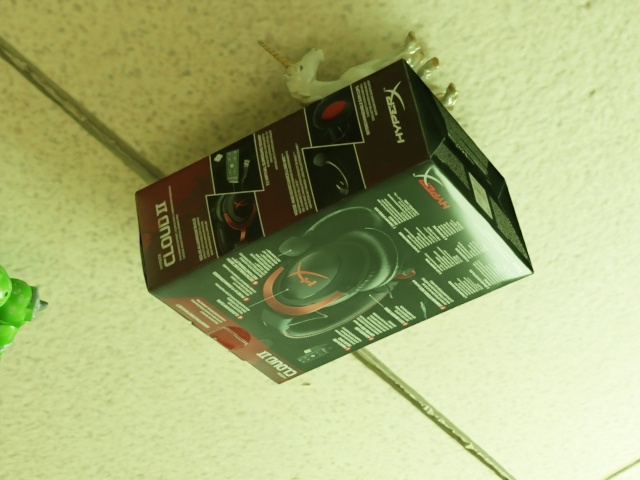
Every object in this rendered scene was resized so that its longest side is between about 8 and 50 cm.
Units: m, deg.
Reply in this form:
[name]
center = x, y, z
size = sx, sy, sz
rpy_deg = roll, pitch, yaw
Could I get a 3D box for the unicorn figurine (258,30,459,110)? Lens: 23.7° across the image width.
[unicorn figurine]
center = 0.043, -0.127, 1.265
size = 0.111, 0.060, 0.162
rpy_deg = -32, 128, 15

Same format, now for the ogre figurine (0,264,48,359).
[ogre figurine]
center = -0.324, 0.049, 1.328
size = 0.118, 0.097, 0.197
rpy_deg = -25, 120, 26

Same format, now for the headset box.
[headset box]
center = 0.000, 0.000, 1.296
size = 0.293, 0.110, 0.218
rpy_deg = -26, 144, 19
